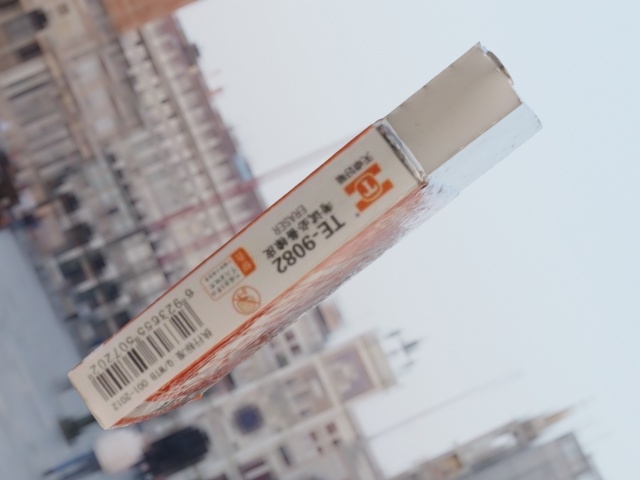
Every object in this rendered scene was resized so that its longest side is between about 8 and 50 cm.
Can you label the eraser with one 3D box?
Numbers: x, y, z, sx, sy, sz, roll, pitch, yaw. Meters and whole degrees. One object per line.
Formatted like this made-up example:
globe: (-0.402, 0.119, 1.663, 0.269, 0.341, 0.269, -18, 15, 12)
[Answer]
eraser: (0.000, 0.000, 0.852, 0.038, 0.230, 0.157, 53, 8, 7)
